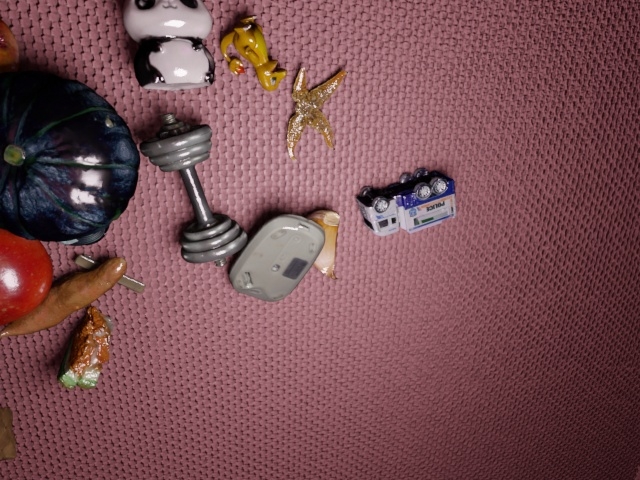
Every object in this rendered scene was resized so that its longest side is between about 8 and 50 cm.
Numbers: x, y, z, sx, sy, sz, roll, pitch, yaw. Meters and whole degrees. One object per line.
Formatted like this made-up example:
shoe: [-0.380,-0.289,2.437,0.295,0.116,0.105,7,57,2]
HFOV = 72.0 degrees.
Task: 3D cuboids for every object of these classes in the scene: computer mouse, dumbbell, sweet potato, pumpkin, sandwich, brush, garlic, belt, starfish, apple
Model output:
computer mouse: [-0.123,0.050,1.215,0.197,0.095,0.331,22,126,-27]
dumbbell: [-0.312,-0.115,1.105,0.179,0.179,0.405,-18,113,-8]
sweet potato: [-0.652,0.143,1.148,0.355,0.106,0.095,-31,94,-3]
pumpkin: [-0.586,-0.171,0.955,0.364,0.266,0.362,-1,100,-6]
sandwich: [-0.606,0.289,1.171,0.109,0.184,0.159,31,102,-29]
brush: [-0.568,0.089,1.196,0.190,0.027,0.034,33,102,-29]
garlic: [0.007,-0.004,1.263,0.128,0.115,0.206,6,123,19]
belt: [-0.612,-0.039,1.120,0.140,0.058,0.105,-10,107,-10]
starfish: [-0.016,-0.334,1.177,0.138,0.050,0.247,3,115,-16]
apple: [-0.778,0.071,1.029,0.261,0.216,0.260,-2,108,-7]

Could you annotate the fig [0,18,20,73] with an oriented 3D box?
fig: [-0.770,-0.379,0.935,0.257,0.159,0.159,-22,114,15]

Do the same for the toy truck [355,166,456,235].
toy truck: [0.248,-0.099,1.281,0.268,0.124,0.155,-19,117,-9]

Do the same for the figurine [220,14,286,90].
figurine: [-0.169,-0.443,1.084,0.123,0.121,0.176,-20,126,24]

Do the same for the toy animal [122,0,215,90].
toy animal: [-0.337,-0.458,0.984,0.187,0.165,0.234,-11,111,-24]

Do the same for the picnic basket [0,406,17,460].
picnic basket: [-0.968,0.434,1.109,0.293,0.337,0.336,-16,112,-1]
